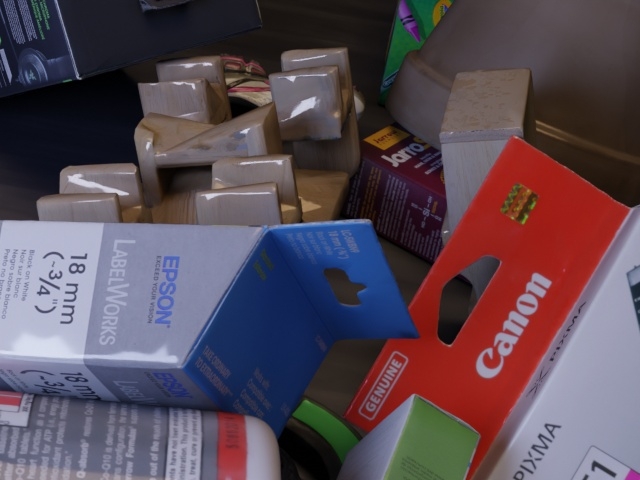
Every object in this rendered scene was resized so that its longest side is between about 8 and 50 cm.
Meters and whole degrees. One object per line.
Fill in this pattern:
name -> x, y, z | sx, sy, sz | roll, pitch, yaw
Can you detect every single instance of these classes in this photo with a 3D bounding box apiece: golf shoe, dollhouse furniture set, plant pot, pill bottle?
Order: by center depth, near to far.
pill bottle -> -0.217, 0.200, 1.004 | 0.363, 0.210, 0.210 | 7, 34, -7
dollhouse furniture set -> 0.000, 0.000, 1.407 | 0.394, 0.256, 0.362 | -3, 24, 12
plant pot -> 0.266, -0.210, 1.627 | 0.323, 0.280, 0.323 | 21, 15, -6
golf shoe -> -0.043, -0.147, 1.722 | 0.186, 0.067, 0.086 | 8, 60, -6

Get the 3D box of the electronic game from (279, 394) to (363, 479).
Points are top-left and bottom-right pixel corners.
electronic game -> -0.062, 0.186, 1.223 | 0.229, 0.048, 0.229 | 9, 33, -6

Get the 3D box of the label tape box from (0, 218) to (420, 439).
label tape box -> -0.113, 0.075, 1.099 | 0.334, 0.240, 0.105 | 1, 68, 13

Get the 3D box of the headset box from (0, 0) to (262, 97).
headset box -> -0.236, -0.237, 1.598 | 0.246, 0.131, 0.283 | -23, 11, -42

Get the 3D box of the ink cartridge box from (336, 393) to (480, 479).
ink cartridge box -> 0.036, 0.223, 1.105 | 0.062, 0.109, 0.209 | 33, 49, -8

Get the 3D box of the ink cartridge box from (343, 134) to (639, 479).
ink cartridge box -> 0.189, 0.088, 1.215 | 0.239, 0.275, 0.060 | 31, -4, -5

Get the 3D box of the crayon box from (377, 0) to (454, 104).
crayon box -> 0.135, -0.291, 1.889 | 0.081, 0.165, 0.278 | 12, 33, 1

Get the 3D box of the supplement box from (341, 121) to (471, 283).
supplement box -> 0.124, -0.040, 1.588 | 0.188, 0.080, 0.104 | 29, 37, 24
